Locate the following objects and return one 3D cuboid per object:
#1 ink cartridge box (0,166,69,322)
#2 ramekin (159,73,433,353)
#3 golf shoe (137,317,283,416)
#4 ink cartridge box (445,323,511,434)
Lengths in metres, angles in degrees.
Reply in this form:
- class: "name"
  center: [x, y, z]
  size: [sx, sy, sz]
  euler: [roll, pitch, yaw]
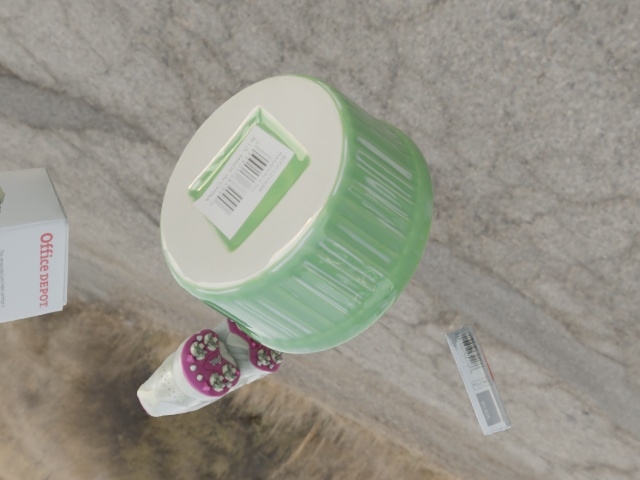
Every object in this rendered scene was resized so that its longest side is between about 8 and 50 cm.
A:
- class: "ink cartridge box"
  center: [-0.522, 0.023, 1.132]
  size: [0.121, 0.289, 0.211]
  euler: [58, 144, 34]
- class: "ramekin"
  center: [-0.039, -0.038, 0.893]
  size: [0.303, 0.303, 0.148]
  euler: [16, 168, 44]
- class: "golf shoe"
  center: [-0.165, 0.190, 1.218]
  size: [0.115, 0.140, 0.306]
  euler: [60, -160, 10]
- class: "ink cartridge box"
  center: [0.229, 0.201, 1.123]
  size: [0.179, 0.045, 0.145]
  euler: [34, -145, -71]
